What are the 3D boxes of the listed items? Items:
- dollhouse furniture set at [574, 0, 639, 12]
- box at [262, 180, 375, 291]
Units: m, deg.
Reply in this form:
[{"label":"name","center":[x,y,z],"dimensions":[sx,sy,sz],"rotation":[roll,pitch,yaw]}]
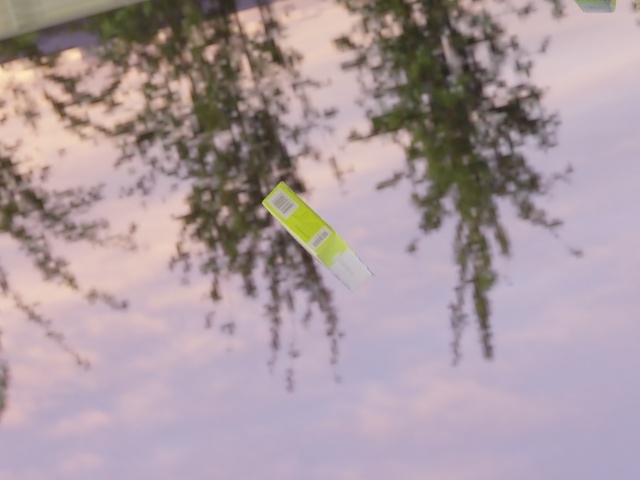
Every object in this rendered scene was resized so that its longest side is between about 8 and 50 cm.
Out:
[{"label":"dollhouse furniture set","center":[0.394,-0.308,1.255],"dimensions":[0.302,0.151,0.197],"rotation":[4,-179,19]},{"label":"box","center":[0.000,0.000,1.665],"dimensions":[0.042,0.109,0.178],"rotation":[-46,154,-1]}]
